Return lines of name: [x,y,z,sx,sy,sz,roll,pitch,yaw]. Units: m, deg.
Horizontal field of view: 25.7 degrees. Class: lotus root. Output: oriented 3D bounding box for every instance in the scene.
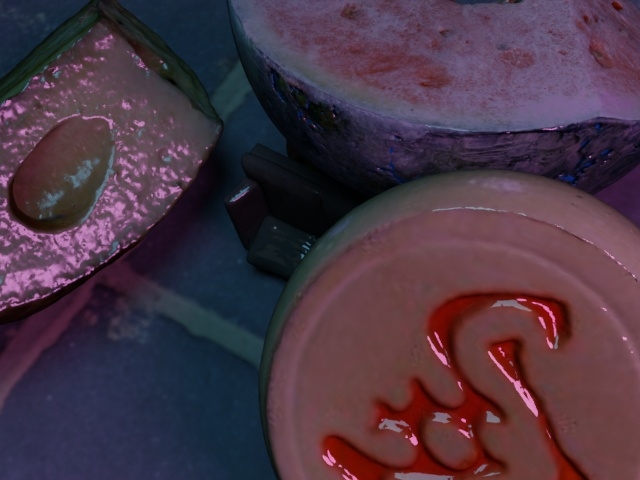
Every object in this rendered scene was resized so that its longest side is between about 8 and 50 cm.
lotus root: [-0.218,-0.040,1.050,0.314,0.142,0.210,-43,21,-8]

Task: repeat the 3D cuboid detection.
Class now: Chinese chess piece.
Chinese chess piece: [0.096,0.092,0.822,0.273,0.102,0.273,3,103,12]

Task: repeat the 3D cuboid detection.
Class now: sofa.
sofa: [0.000,0.000,0.991,0.147,0.085,0.060,28,66,26]

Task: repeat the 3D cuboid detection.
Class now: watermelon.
watermelon: [0.089,-0.071,0.935,0.322,0.175,0.188,4,46,0]

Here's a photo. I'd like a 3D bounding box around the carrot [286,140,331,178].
carrot: [0.023,-0.127,1.081,0.060,0.060,0.186,12,60,20]
